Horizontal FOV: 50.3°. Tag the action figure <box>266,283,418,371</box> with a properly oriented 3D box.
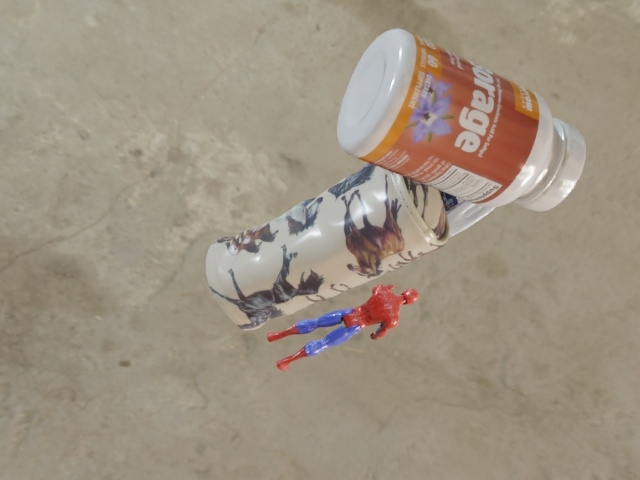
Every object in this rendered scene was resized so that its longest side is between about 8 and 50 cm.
[{"bbox_3d":[0.056,0.152,1.256,0.281,0.139,0.091,-24,76,14],"label":"action figure"}]

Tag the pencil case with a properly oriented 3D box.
[{"bbox_3d":[0.000,0.000,1.044,0.411,0.160,0.183,-27,36,32],"label":"pencil case"}]

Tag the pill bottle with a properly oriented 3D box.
[{"bbox_3d":[0.135,-0.103,0.642,0.216,0.121,0.121,18,79,-20],"label":"pill bottle"}]

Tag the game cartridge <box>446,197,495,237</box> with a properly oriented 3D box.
[{"bbox_3d":[0.284,-0.123,1.408,0.297,0.198,0.062,-36,34,6],"label":"game cartridge"}]

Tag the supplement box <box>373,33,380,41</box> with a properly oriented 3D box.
[{"bbox_3d":[0.177,-0.256,1.232,0.191,0.194,0.129,21,110,-23],"label":"supplement box"}]
